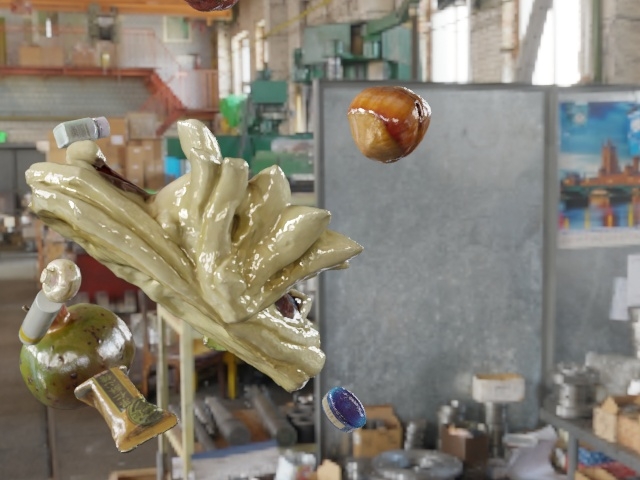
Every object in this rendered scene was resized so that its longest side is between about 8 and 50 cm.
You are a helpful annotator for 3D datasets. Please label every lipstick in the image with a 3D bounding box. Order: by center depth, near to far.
[{"bbox_3d":[-0.621,0.171,1.899,0.059,0.059,0.264,-3,-21,-29],"label":"lipstick"}]

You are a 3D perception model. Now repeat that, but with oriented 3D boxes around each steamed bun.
[{"bbox_3d":[-0.110,0.007,0.982,0.428,0.189,0.247,39,-12,-23],"label":"steamed bun"}]

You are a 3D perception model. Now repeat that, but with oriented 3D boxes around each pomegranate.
[{"bbox_3d":[-0.648,0.273,2.192,0.291,0.323,0.291,-38,18,15],"label":"pomegranate"}]

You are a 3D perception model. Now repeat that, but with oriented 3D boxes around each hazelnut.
[{"bbox_3d":[0.151,-0.255,1.887,0.182,0.182,0.182,-1,5,0],"label":"hazelnut"}]

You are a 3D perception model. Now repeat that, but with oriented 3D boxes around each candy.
[{"bbox_3d":[-0.422,0.364,1.865,0.143,0.101,0.271,-27,34,-26],"label":"candy"}]

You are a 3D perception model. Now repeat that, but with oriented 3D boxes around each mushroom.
[{"bbox_3d":[-0.479,0.073,1.573,0.067,0.083,0.083,21,-10,-40],"label":"mushroom"}]

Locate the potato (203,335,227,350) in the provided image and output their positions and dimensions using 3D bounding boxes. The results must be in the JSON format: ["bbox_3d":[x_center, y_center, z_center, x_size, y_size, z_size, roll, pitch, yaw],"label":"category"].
[{"bbox_3d":[-0.156,0.146,1.744,0.119,0.198,0.054,45,0,-35],"label":"potato"}]

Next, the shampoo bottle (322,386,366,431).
[{"bbox_3d":[0.041,0.323,1.626,0.050,0.087,0.183,-41,-9,-14],"label":"shampoo bottle"}]

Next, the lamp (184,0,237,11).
[{"bbox_3d":[-0.214,-0.535,1.661,0.182,0.182,0.140,-6,34,-45],"label":"lamp"}]

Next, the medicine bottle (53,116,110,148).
[{"bbox_3d":[-0.568,-0.260,2.048,0.118,0.055,0.074,-20,2,-37],"label":"medicine bottle"}]
